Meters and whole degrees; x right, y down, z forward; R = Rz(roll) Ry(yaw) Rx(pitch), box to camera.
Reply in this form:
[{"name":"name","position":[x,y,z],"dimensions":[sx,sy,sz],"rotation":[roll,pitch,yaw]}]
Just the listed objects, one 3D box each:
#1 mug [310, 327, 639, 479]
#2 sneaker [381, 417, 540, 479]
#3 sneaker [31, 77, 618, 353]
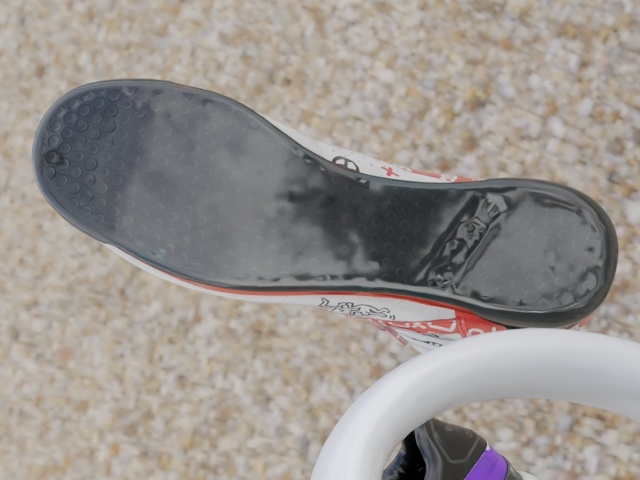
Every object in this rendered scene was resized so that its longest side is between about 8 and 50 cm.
[{"name":"mug","position":[0.095,0.203,0.511],"dimensions":[0.276,0.328,0.374],"rotation":[115,157,-59]},{"name":"sneaker","position":[0.015,0.241,1.061],"dimensions":[0.293,0.146,0.102],"rotation":[-51,18,-7]},{"name":"sneaker","position":[0.000,0.001,0.744],"dimensions":[0.145,0.270,0.090],"rotation":[88,-166,-77]}]
